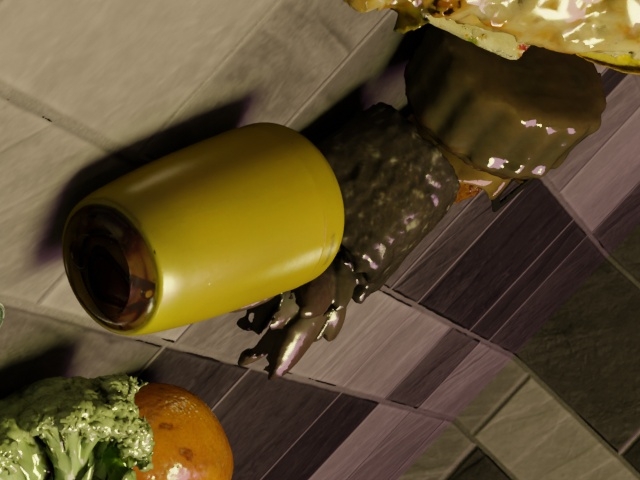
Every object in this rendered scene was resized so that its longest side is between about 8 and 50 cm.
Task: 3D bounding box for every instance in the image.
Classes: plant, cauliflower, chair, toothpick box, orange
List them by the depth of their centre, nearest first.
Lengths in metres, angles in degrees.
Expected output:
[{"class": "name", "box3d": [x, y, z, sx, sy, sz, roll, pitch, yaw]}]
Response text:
[{"class": "toothpick box", "box3d": [-0.121, -0.007, 1.753, 0.271, 0.175, 0.175, -22, 151, -46]}, {"class": "cauliflower", "box3d": [-0.278, 0.278, 1.893, 0.272, 0.250, 0.275, -31, 162, -34]}, {"class": "plant", "box3d": [0.000, 0.000, 2.035, 0.320, 0.181, 0.194, -41, 167, -11]}, {"class": "orange", "box3d": [-0.216, 0.271, 2.157, 0.224, 0.170, 0.224, -20, 152, -11]}, {"class": "chair", "box3d": [0.212, -0.145, 2.233, 0.247, 0.158, 0.172, -44, 160, -10]}]

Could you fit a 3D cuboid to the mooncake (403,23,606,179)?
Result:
[{"class": "mooncake", "box3d": [0.208, -0.175, 2.053, 0.228, 0.228, 0.124, -26, 161, -47]}]

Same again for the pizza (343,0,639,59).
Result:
[{"class": "pizza", "box3d": [0.202, -0.319, 1.714, 0.391, 0.080, 0.435, -14, 126, -3]}]

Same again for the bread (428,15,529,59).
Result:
[{"class": "bread", "box3d": [0.168, -0.251, 1.947, 0.068, 0.153, 0.028, -53, -156, 35]}]

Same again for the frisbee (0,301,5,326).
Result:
[{"class": "frisbee", "box3d": [-0.348, 0.095, 1.712, 0.110, 0.014, 0.110, -42, 163, -15]}]

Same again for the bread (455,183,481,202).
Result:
[{"class": "bread", "box3d": [0.214, -0.118, 2.459, 0.193, 0.064, 0.193, -37, 161, -15]}]

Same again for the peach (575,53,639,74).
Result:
[{"class": "peach", "box3d": [0.348, -0.319, 1.949, 0.245, 0.274, 0.248, -55, 157, -5]}]
